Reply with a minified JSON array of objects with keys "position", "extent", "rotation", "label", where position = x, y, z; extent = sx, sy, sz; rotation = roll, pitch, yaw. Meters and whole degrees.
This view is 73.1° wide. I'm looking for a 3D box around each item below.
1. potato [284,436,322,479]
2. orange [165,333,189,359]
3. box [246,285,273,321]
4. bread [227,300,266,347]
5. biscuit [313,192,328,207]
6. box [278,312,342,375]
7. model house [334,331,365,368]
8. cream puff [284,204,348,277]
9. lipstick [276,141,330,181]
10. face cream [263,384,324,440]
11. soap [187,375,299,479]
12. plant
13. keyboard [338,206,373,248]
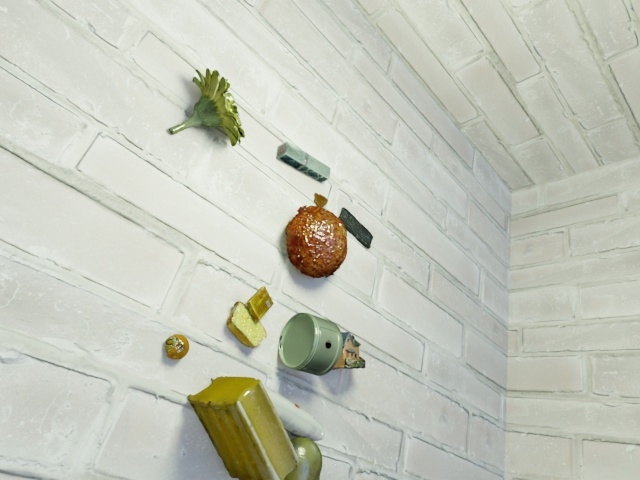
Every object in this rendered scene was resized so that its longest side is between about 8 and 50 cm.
[{"position":[-0.084,0.875,1.616],"extent":[0.174,0.159,0.251],"rotation":[18,57,-9],"label":"potato"},{"position":[-0.478,0.357,1.450],"extent":[0.086,0.062,0.086],"rotation":[15,68,-44],"label":"orange"},{"position":[-0.237,0.247,1.703],"extent":[0.089,0.022,0.156],"rotation":[64,20,-11],"label":"box"},{"position":[-0.286,0.323,1.645],"extent":[0.187,0.065,0.103],"rotation":[54,46,-23],"label":"bread"},{"position":[0.002,-0.196,2.117],"extent":[0.092,0.016,0.082],"rotation":[-11,81,-46],"label":"biscuit"},{"position":[-0.042,0.416,1.738],"extent":[0.149,0.226,0.226],"rotation":[27,60,-36],"label":"box"},{"position":[0.103,0.483,1.914],"extent":[0.183,0.166,0.172],"rotation":[22,59,-51],"label":"model house"},{"position":[-0.004,-0.001,1.906],"extent":[0.350,0.228,0.350],"rotation":[18,63,-40],"label":"cream puff"},{"position":[-0.072,-0.368,2.052],"extent":[0.289,0.077,0.076],"rotation":[23,63,-39],"label":"lipstick"},{"position":[-0.121,0.678,1.672],"extent":[0.345,0.102,0.102],"rotation":[43,52,-28],"label":"face cream"},{"position":[-0.255,0.624,1.424],"extent":[0.156,0.293,0.335],"rotation":[-32,99,-48],"label":"soap"},{"position":[-0.420,-0.490,1.712],"extent":[0.306,0.297,0.261],"rotation":[41,7,27],"label":"plant"},{"position":[0.187,-0.063,2.256],"extent":[0.262,0.016,0.106],"rotation":[41,53,-28],"label":"keyboard"}]
